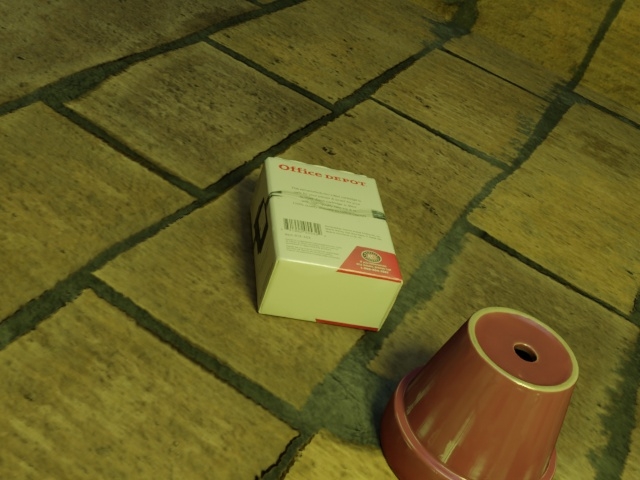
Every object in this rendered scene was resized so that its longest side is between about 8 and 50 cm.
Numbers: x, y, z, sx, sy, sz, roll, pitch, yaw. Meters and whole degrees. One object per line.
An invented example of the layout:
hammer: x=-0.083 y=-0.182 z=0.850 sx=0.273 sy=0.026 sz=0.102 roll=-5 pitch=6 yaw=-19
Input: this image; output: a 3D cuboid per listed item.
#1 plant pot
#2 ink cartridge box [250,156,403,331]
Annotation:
plant pot: x=0.189 y=0.182 z=0.947 sx=0.201 sy=0.180 sz=0.201 roll=14 pitch=33 yaw=-10
ink cartridge box: x=0.000 y=0.000 z=1.170 sx=0.172 sy=0.100 sz=0.237 roll=10 pitch=36 yaw=-16
